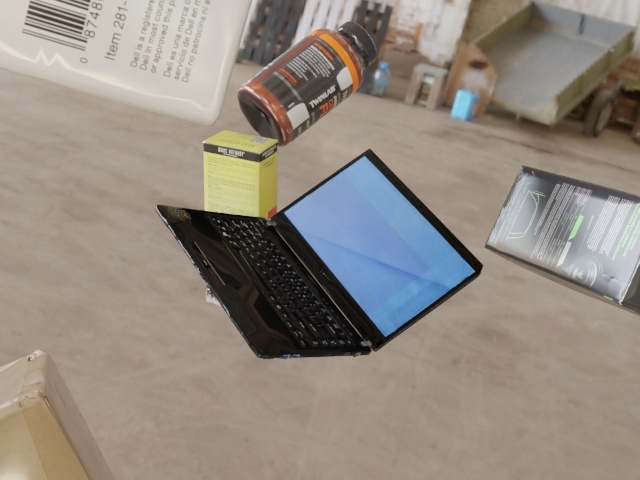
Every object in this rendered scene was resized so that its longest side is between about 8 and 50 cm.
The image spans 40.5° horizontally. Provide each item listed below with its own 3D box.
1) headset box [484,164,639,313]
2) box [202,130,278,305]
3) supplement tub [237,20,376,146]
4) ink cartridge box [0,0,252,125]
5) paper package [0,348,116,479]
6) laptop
[{"bbox_3d":[0.408,0.025,1.139,0.246,0.131,0.283,22,3,-31],"label":"headset box"},{"bbox_3d":[-0.103,-0.021,1.137,0.087,0.232,0.058,12,26,22],"label":"box"},{"bbox_3d":[-0.013,-0.226,1.219,0.198,0.106,0.106,-40,45,-17],"label":"supplement tub"},{"bbox_3d":[-0.164,-0.191,0.409,0.278,0.201,0.117,13,10,-25],"label":"ink cartridge box"},{"bbox_3d":[-0.292,0.304,0.903,0.168,0.325,0.309,-26,8,-15],"label":"paper package"},{"bbox_3d":[0.000,0.000,0.949,0.264,0.136,0.234,6,34,-46],"label":"laptop"}]
